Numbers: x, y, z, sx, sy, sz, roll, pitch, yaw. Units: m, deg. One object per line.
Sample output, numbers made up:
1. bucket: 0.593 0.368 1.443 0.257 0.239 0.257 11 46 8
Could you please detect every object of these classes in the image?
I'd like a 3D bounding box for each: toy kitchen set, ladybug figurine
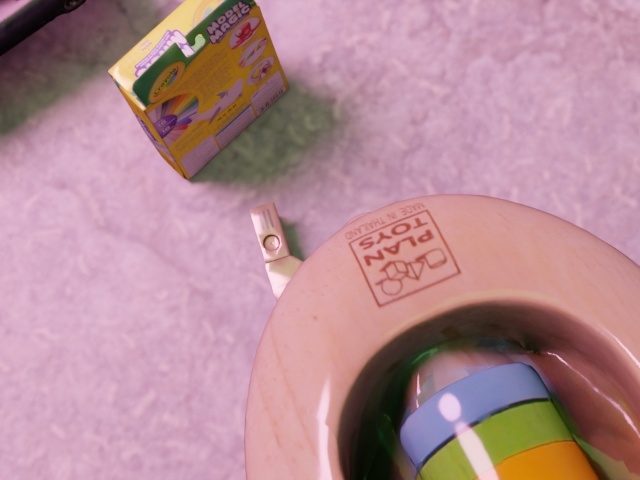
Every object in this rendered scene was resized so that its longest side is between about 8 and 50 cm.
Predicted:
1. toy kitchen set: 0.000 0.000 1.204 0.083 0.068 0.075 -18 75 0
2. ladybug figurine: 0.122 0.170 1.054 0.305 0.162 0.449 -23 60 -2

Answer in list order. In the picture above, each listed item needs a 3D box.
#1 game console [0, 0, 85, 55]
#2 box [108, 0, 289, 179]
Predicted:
1. game console: -0.382 -0.204 1.268 0.386 0.060 0.342 -35 69 0
2. box: -0.081 -0.112 1.182 0.105 0.179 0.043 -43 76 -6
